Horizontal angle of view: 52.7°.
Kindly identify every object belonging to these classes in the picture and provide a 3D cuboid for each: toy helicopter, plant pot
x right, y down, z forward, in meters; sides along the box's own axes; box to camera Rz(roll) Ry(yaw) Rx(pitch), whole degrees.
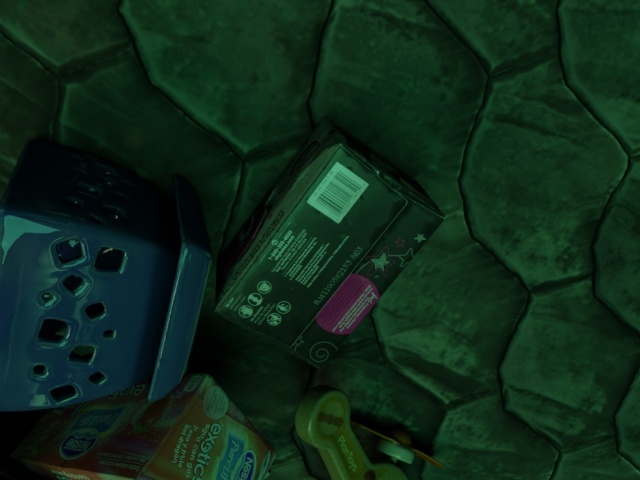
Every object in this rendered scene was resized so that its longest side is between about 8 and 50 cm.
[{"bbox_3d":[0.063,0.339,0.952,0.235,0.140,0.355,-42,124,-31],"label":"toy helicopter"},{"bbox_3d":[-0.248,0.039,0.736,0.212,0.236,0.236,8,113,-20],"label":"plant pot"}]

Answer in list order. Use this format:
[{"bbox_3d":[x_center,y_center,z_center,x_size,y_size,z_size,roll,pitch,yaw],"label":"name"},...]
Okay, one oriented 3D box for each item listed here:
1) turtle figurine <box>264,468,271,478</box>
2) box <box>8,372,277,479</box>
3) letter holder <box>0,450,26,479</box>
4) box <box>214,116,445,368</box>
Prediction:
[{"bbox_3d":[-0.218,0.402,0.974,0.197,0.275,0.266,37,85,1],"label":"turtle figurine"},{"bbox_3d":[-0.225,0.267,0.804,0.300,0.142,0.154,-10,125,40],"label":"box"},{"bbox_3d":[-0.419,0.365,0.837,0.214,0.152,0.302,-15,144,-15],"label":"letter holder"},{"bbox_3d":[0.000,0.000,0.799,0.163,0.142,0.247,32,105,-19],"label":"box"}]
